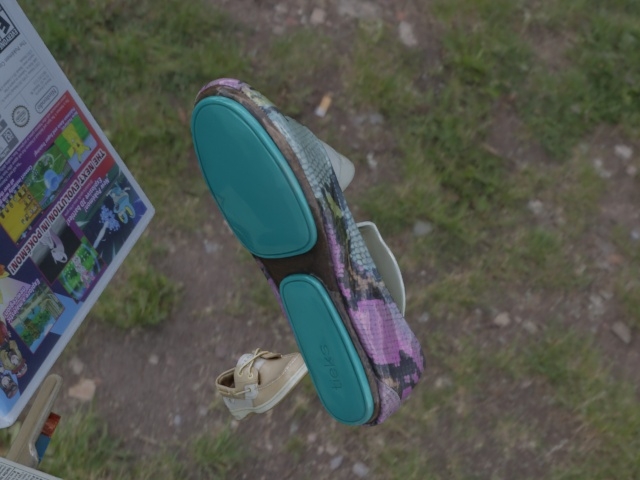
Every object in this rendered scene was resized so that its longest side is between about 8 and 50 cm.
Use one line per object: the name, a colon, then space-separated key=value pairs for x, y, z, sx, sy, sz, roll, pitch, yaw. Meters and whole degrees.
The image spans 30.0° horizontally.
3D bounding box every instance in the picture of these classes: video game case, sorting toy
video game case: x=-0.187 y=-0.026 z=0.683 sx=0.183 sy=0.023 sz=0.201 roll=59 pitch=34 yaw=-26
sorting toy: x=-0.438 y=0.361 z=1.676 sx=0.041 sy=0.307 sz=0.229 roll=26 pitch=17 yaw=-13

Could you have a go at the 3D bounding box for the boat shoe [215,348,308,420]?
boat shoe: x=-0.067 y=0.147 z=1.272 sx=0.059 sy=0.170 sz=0.063 roll=48 pitch=54 yaw=-5

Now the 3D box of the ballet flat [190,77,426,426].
ballet flat: x=0.000 y=0.000 z=0.673 sx=0.079 sy=0.077 sz=0.221 roll=-41 pitch=113 yaw=-39

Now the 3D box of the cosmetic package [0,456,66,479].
cosmetic package: x=-0.338 y=0.361 z=1.378 sx=0.296 sy=0.129 sz=0.153 roll=19 pitch=23 yaw=6
